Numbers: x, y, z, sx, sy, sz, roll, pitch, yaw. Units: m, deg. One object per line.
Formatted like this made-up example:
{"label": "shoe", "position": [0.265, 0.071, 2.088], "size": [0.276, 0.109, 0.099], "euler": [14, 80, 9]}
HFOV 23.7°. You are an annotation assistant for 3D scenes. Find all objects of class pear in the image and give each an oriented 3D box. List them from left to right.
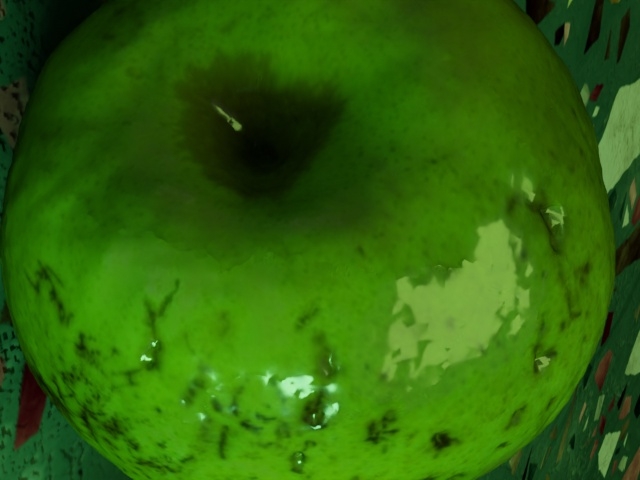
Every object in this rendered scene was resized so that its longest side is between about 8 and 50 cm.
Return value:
{"label": "pear", "position": [0.000, 0.000, 0.928], "size": [0.391, 0.391, 0.391], "euler": [-41, 139, -48]}
